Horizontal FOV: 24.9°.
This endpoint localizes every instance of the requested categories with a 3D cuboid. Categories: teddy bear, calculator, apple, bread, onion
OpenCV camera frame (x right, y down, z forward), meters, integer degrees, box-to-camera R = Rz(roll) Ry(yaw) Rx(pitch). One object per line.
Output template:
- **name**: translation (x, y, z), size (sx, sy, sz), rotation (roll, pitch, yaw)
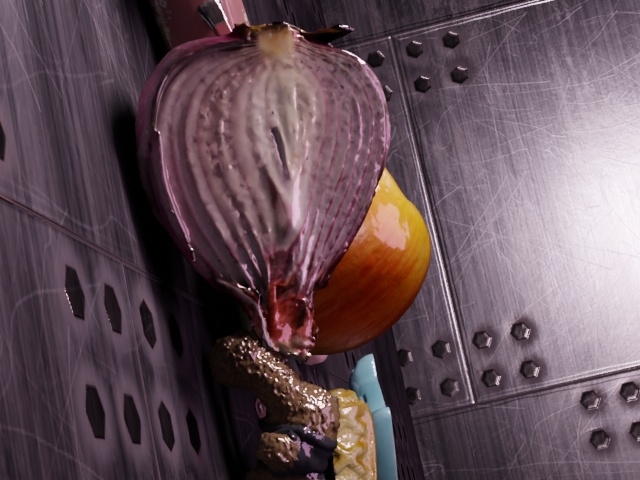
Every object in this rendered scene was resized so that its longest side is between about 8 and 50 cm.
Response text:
- **teddy bear**: translation (-0.039, 0.210, 1.591), size (0.182, 0.129, 0.251), rotation (27, 49, -78)
- **calculator**: translation (0.099, 0.400, 2.392), size (0.256, 0.054, 0.386), rotation (-106, -174, -65)
- **apple**: translation (0.000, 0.000, 1.724), size (0.286, 0.233, 0.286), rotation (53, 6, -8)
- **bread**: translation (0.046, 0.337, 2.184), size (0.128, 0.088, 0.232), rotation (66, 15, -70)
- **onion**: translation (-0.069, -0.048, 1.523), size (0.159, 0.267, 0.348), rotation (174, -83, -72)

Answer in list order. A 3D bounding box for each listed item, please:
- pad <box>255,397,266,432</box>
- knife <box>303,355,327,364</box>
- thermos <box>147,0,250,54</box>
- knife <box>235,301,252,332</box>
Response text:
- **pad**: translation (-0.052, 0.268, 1.866), size (0.113, 0.006, 0.188), rotation (-84, 160, -70)
- **knife**: translation (-0.065, 0.051, 2.107), size (0.081, 0.043, 0.336), rotation (-81, 151, -54)
- **thermos**: translation (-0.124, -0.238, 1.748), size (0.109, 0.136, 0.330), rotation (-48, 133, -39)
- **knife**: translation (-0.105, 0.067, 1.807), size (0.030, 0.014, 0.207), rotation (5, 70, -80)
